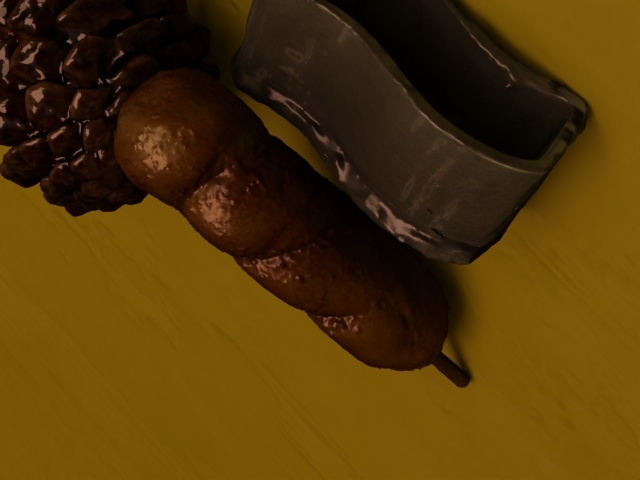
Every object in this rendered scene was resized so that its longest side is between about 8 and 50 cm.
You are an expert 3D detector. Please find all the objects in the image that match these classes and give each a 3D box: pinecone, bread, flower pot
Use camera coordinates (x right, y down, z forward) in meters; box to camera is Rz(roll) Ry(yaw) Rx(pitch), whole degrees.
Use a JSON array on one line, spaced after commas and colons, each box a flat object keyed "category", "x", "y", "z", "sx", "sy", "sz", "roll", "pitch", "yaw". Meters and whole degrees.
[{"category": "pinecone", "x": -0.177, "y": -0.122, "z": 1.064, "sx": 0.204, "sy": 0.179, "sz": 0.184, "roll": 37, "pitch": 96, "yaw": 25}, {"category": "bread", "x": -0.001, "y": 0.002, "z": 1.003, "sx": 0.084, "sy": 0.124, "sz": 0.344, "roll": -41, "pitch": 121, "yaw": 17}, {"category": "flower pot", "x": 0.046, "y": -0.096, "z": 0.928, "sx": 0.229, "sy": 0.103, "sz": 0.108, "roll": 42, "pitch": 140, "yaw": 12}]
